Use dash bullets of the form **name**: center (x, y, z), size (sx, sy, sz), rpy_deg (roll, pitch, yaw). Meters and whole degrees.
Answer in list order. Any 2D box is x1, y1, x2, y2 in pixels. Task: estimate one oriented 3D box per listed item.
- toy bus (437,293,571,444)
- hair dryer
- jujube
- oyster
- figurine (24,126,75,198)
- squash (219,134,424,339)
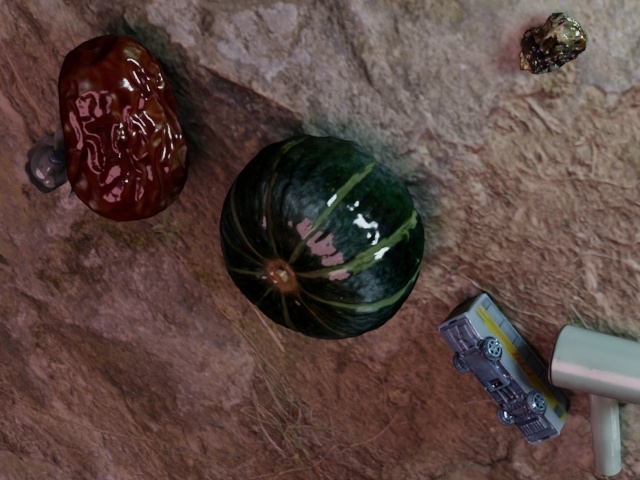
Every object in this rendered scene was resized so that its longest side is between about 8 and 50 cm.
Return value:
- **toy bus**: center (0.223, 0.155, 1.669), size (0.190, 0.075, 0.064), rpy_deg (49, 137, -9)
- **hair dryer**: center (0.345, 0.208, 1.635), size (0.131, 0.073, 0.236), rpy_deg (13, 135, 26)
- **jujube**: center (-0.248, -0.137, 1.706), size (0.155, 0.155, 0.230), rpy_deg (11, 130, 29)
- **oyster**: center (0.230, -0.195, 1.399), size (0.054, 0.019, 0.083), rpy_deg (48, 138, -9)
- **figurine**: center (-0.351, -0.106, 1.865), size (0.082, 0.094, 0.086), rpy_deg (10, 178, -21)
- **squash**: center (0.000, 0.000, 1.632), size (0.252, 0.165, 0.252), rpy_deg (23, 136, 24)
